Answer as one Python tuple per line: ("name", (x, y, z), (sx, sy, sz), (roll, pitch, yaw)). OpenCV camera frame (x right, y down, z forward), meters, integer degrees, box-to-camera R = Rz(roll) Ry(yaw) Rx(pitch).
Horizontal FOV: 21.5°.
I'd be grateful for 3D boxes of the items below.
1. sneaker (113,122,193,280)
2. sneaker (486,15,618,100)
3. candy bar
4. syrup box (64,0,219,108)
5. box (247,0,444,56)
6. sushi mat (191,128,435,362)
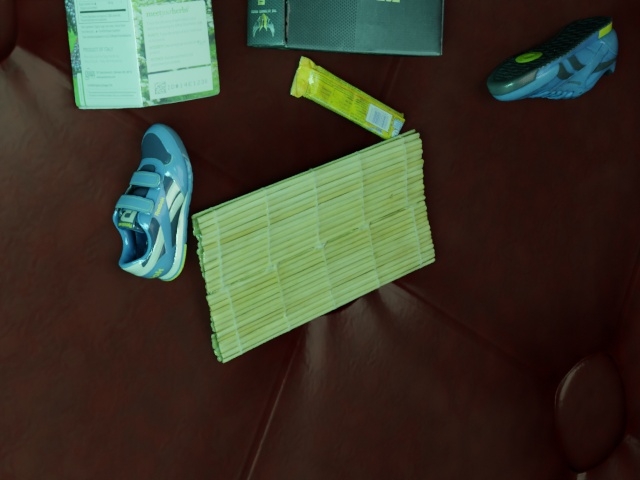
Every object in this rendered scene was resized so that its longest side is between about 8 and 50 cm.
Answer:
("sneaker", (-0.153, -0.034, 1.523), (0.059, 0.053, 0.144), (-1, 93, -42))
("sneaker", (0.271, -0.186, 1.908), (0.209, 0.069, 0.082), (-30, 117, -38))
("candy bar", (0.031, -0.139, 1.715), (0.161, 0.018, 0.040), (25, 80, -43))
("syrup box", (-0.162, -0.237, 1.467), (0.093, 0.096, 0.236), (-15, 103, -44))
("box", (0.030, -0.277, 1.673), (0.233, 0.059, 0.183), (-2, 96, -44))
("sushi mat", (0.000, 0.000, 1.687), (0.317, 0.019, 0.151), (-23, 116, -40))
